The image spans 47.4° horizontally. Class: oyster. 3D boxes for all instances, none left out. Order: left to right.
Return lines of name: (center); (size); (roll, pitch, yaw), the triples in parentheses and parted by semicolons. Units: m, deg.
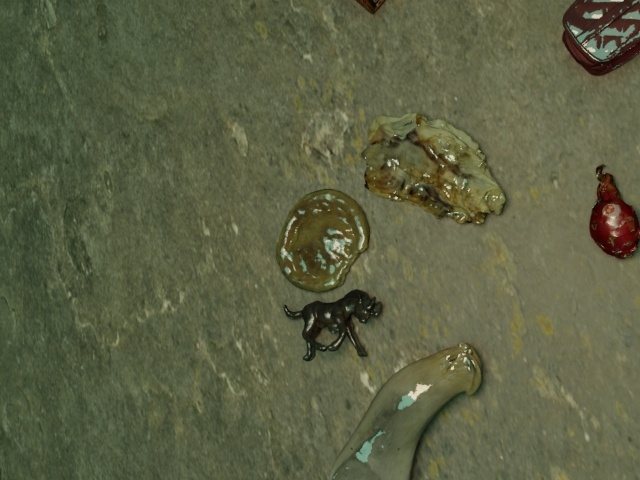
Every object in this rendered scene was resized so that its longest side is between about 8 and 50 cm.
oyster: (0.228, -0.160, 1.531); (0.354, 0.107, 0.201); (23, 97, 24)

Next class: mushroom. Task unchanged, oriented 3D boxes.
mushroom: (0.178, 0.367, 1.480); (0.177, 0.126, 0.397); (29, 95, 14)

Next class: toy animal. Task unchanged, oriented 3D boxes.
toy animal: (0.026, 0.181, 1.602); (0.232, 0.084, 0.148); (-8, 63, 29)

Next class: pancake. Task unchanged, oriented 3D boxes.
pancake: (-0.001, 0.000, 1.643); (0.236, 0.042, 0.222); (-37, 73, 16)

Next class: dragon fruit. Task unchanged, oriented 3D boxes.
dragon fruit: (0.550, -0.059, 1.389); (0.094, 0.094, 0.191); (-16, 73, 21)

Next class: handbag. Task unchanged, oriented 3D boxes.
handbag: (0.576, -0.430, 1.394); (0.225, 0.135, 0.146); (-36, 76, 14)

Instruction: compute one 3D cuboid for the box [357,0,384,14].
box: (0.109, -0.636, 1.596); (0.195, 0.177, 0.148); (-48, 68, 11)
